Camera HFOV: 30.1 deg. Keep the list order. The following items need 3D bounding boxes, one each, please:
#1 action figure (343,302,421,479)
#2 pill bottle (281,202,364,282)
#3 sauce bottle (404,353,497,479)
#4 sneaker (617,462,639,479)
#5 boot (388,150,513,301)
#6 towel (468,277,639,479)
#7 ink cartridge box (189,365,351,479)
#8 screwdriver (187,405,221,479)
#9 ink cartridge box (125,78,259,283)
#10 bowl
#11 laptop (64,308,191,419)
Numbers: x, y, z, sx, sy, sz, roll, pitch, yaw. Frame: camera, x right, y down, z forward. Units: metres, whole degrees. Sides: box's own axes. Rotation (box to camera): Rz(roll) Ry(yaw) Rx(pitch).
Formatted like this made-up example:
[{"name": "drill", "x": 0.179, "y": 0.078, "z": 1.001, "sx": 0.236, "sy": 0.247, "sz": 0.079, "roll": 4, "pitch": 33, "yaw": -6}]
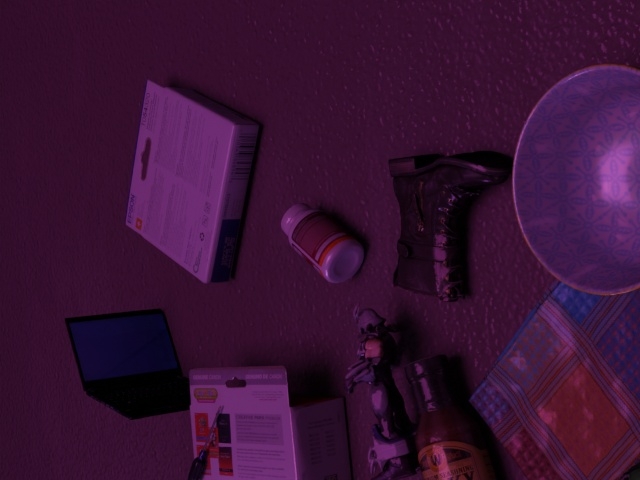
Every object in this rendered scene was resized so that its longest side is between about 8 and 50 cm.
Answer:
[{"name": "action figure", "x": 0.098, "y": 0.237, "z": 1.909, "sx": 0.099, "sy": 0.185, "sz": 0.285, "roll": -18, "pitch": 84, "yaw": 23}, {"name": "pill bottle", "x": 0.000, "y": 0.000, "z": 2.057, "sx": 0.152, "sy": 0.086, "sz": 0.086, "roll": 43, "pitch": 123, "yaw": 38}, {"name": "sauce bottle", "x": 0.207, "y": 0.349, "z": 1.827, "sx": 0.111, "sy": 0.111, "sz": 0.345, "roll": -33, "pitch": 69, "yaw": 45}, {"name": "sneaker", "x": 0.391, "y": 0.403, "z": 1.592, "sx": 0.134, "sy": 0.146, "sz": 0.344, "roll": 46, "pitch": 127, "yaw": 36}, {"name": "boot", "x": 0.202, "y": -0.019, "z": 1.838, "sx": 0.263, "sy": 0.091, "sz": 0.229, "roll": 3, "pitch": 100, "yaw": 53}, {"name": "towel", "x": 0.373, "y": 0.202, "z": 1.680, "sx": 0.271, "sy": 0.040, "sz": 0.370, "roll": 54, "pitch": 130, "yaw": 32}, {"name": "ink cartridge box", "x": -0.096, "y": 0.356, "z": 2.162, "sx": 0.309, "sy": 0.130, "sz": 0.272, "roll": -7, "pitch": 87, "yaw": 49}, {"name": "screwdriver", "x": -0.207, "y": 0.374, "z": 2.183, "sx": 0.024, "sy": 0.025, "sz": 0.170, "roll": 40, "pitch": 112, "yaw": 42}, {"name": "ink cartridge box", "x": -0.262, "y": -0.124, "z": 2.364, "sx": 0.330, "sy": 0.071, "sz": 0.324, "roll": 32, "pitch": 117, "yaw": 46}, {"name": "bowl", "x": 0.404, "y": -0.079, "z": 1.532, "sx": 0.289, "sy": 0.156, "sz": 0.290, "roll": 5, "pitch": 97, "yaw": 48}, {"name": "laptop", "x": -0.343, "y": 0.239, "z": 2.358, "sx": 0.264, "sy": 0.234, "sz": 0.137, "roll": 17, "pitch": 106, "yaw": 48}]
